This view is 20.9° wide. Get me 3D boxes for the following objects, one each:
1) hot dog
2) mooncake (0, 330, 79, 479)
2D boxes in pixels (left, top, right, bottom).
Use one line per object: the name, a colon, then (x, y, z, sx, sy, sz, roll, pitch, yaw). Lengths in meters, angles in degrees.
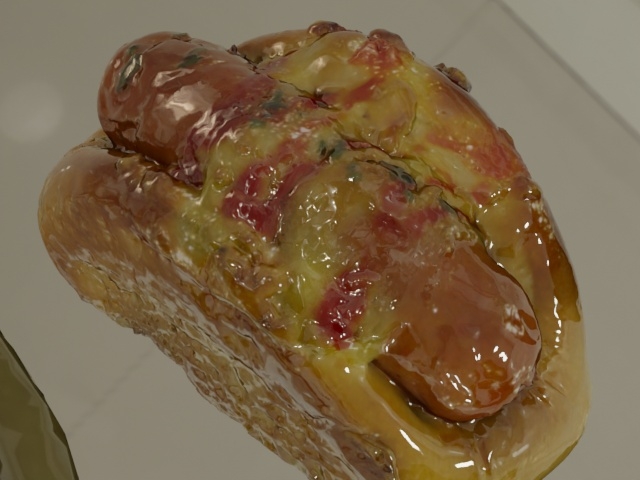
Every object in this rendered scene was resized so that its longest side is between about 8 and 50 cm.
hot dog: (0.000, 0.000, 0.730, 0.150, 0.256, 0.153, -40, 155, -33)
mooncake: (-0.246, 0.169, 0.495, 0.394, 0.393, 0.246, -54, 161, -22)
